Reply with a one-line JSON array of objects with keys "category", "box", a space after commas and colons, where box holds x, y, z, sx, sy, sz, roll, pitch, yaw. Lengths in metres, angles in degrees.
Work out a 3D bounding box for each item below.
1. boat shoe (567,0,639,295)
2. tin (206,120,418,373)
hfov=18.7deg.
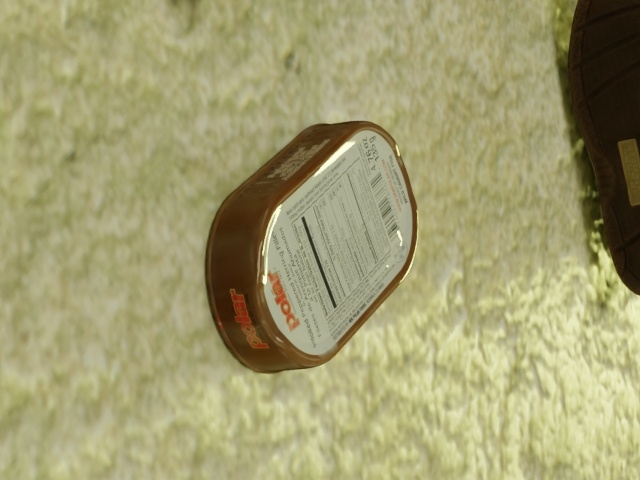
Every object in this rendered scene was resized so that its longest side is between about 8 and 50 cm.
[{"category": "boat shoe", "box": [0.239, -0.089, 1.449, 0.095, 0.095, 0.257, -26, 113, -70]}, {"category": "tin", "box": [0.000, 0.000, 1.097, 0.189, 0.040, 0.106, -45, 118, -50]}]
